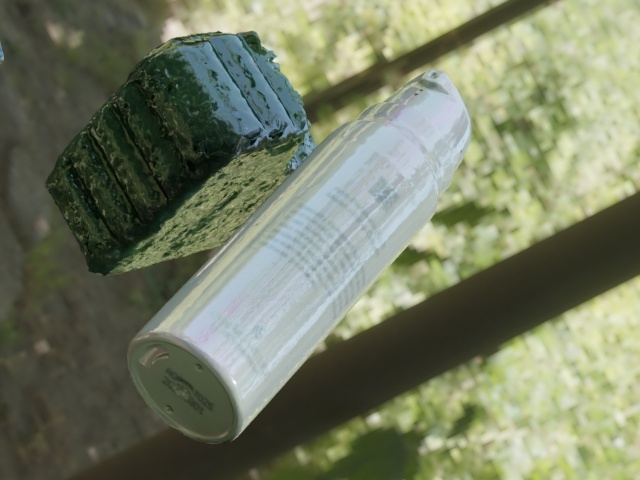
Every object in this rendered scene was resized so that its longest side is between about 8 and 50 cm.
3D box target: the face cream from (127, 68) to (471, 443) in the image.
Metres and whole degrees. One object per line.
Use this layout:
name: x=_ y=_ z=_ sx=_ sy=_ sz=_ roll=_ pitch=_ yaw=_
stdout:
face cream: x=0.000 y=0.000 z=1.294 sx=0.345 sy=0.102 sz=0.102 roll=-46 pitch=114 yaw=-39

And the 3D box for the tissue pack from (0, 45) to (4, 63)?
tissue pack: x=-0.446 y=-0.291 z=1.840 sx=0.209 sy=0.137 sz=0.270 roll=-2 pitch=72 yaw=-50

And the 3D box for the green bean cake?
green bean cake: x=-0.126 y=-0.111 z=2.083 sx=0.308 sy=0.300 sz=0.169 roll=-14 pitch=69 yaw=-49
